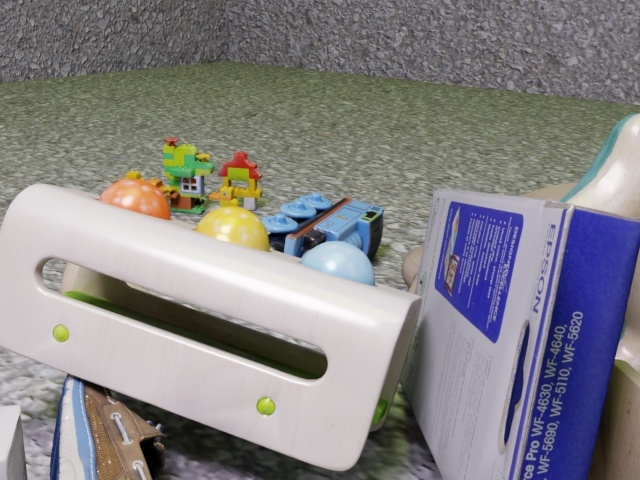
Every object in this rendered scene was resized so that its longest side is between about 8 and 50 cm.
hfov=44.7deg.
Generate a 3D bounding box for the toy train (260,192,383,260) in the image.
[{"bbox_3d":[0.000,0.000,0.878,0.105,0.080,0.184,15,22,19],"label":"toy train"}]

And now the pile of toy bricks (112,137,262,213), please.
[{"bbox_3d":[-0.195,-0.092,1.085,0.212,0.105,0.118,5,19,10],"label":"pile of toy bricks"}]

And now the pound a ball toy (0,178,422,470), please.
[{"bbox_3d":[-0.088,0.036,0.588,0.319,0.135,0.208,18,2,13],"label":"pound a ball toy"}]

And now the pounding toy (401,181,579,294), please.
[{"bbox_3d":[0.196,0.049,0.753,0.237,0.110,0.183,-23,22,22],"label":"pounding toy"}]

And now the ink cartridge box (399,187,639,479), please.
[{"bbox_3d":[0.107,0.055,0.465,0.065,0.165,0.332,11,6,-1],"label":"ink cartridge box"}]

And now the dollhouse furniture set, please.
[{"bbox_3d":[0.228,0.117,0.472,0.151,0.123,0.144,-1,19,-9],"label":"dollhouse furniture set"}]

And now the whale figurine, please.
[{"bbox_3d":[0.262,0.017,0.589,0.272,0.216,0.141,36,2,-27],"label":"whale figurine"}]

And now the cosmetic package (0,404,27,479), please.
[{"bbox_3d":[-0.272,0.147,0.384,0.239,0.098,0.060,-2,16,-13],"label":"cosmetic package"}]

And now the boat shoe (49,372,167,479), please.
[{"bbox_3d":[-0.132,0.139,0.485,0.066,0.066,0.183,8,19,-20],"label":"boat shoe"}]
